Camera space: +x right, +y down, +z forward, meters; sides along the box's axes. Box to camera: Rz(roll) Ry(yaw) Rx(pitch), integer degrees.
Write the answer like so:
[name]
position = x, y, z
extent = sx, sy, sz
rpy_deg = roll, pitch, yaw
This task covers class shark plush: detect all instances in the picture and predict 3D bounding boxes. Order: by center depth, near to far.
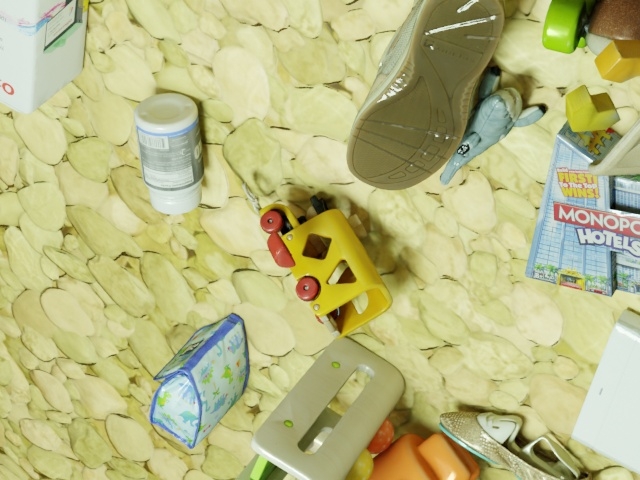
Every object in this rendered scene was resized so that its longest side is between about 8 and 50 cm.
[shark plush]
position = 0.160, -0.116, 1.564
extent = 0.073, 0.067, 0.161
rpy_deg = 48, 138, -6

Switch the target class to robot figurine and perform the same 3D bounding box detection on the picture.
[robot figurine]
position = 0.098, 0.334, 1.903
extent = 0.219, 0.158, 0.128
rpy_deg = -40, 113, 14

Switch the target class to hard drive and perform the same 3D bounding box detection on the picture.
[hard drive]
position = 0.445, 0.220, 1.648
extent = 0.308, 0.040, 0.203
rpy_deg = 27, 136, 17

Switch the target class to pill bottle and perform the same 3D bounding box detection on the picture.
[pill bottle]
position = -0.183, -0.105, 1.829
extent = 0.078, 0.078, 0.137
rpy_deg = 19, 134, 25

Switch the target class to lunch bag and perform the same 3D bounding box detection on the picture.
[lunch bag]
position = -0.159, 0.183, 2.012
extent = 0.096, 0.129, 0.151
rpy_deg = 32, 138, 11

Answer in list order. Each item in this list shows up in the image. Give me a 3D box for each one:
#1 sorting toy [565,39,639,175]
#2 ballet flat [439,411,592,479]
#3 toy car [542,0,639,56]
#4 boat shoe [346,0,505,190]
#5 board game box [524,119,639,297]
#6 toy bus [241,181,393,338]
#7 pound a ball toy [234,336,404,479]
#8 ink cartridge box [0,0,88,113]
[sorting toy]
position = 0.336, -0.112, 1.287
extent = 0.229, 0.307, 0.041
rpy_deg = -51, 51, 50
[ballet flat]
position = 0.244, 0.254, 1.823
extent = 0.206, 0.073, 0.067
rpy_deg = 33, 111, 7
[toy car]
position = 0.300, -0.250, 1.331
extent = 0.155, 0.149, 0.188
rpy_deg = 15, 105, 15
[boat shoe]
position = 0.111, -0.173, 1.536
extent = 0.109, 0.098, 0.302
rpy_deg = 19, 136, -6
[board game box]
position = 0.304, -0.034, 1.530
extent = 0.194, 0.060, 0.194
rpy_deg = 13, 131, 29
[toy bus]
position = 0.006, 0.011, 1.759
extent = 0.104, 0.191, 0.202
rpy_deg = -30, 109, 2
[pound a ball toy]
position = -0.002, 0.272, 1.861
extent = 0.136, 0.319, 0.208
rpy_deg = 32, 123, 9
[ink cartridge box]
position = -0.386, -0.320, 1.774
extent = 0.201, 0.117, 0.278
rpy_deg = 29, 136, 15
